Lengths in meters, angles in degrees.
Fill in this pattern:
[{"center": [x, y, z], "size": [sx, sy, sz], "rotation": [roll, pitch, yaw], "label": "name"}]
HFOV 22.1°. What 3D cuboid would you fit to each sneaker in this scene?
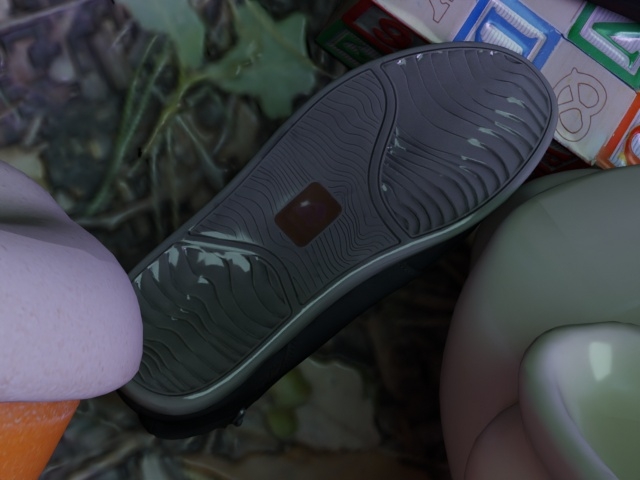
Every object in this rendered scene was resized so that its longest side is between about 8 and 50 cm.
[{"center": [0.000, 0.000, 0.710], "size": [0.222, 0.118, 0.083], "rotation": [-35, 79, -12], "label": "sneaker"}]

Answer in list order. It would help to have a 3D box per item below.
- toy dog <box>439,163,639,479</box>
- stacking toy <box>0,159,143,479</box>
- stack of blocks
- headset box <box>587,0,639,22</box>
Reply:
[{"center": [0.156, 0.198, 0.659], "size": [0.285, 0.395, 0.407], "rotation": [-19, 119, -33], "label": "toy dog"}, {"center": [-0.286, 0.169, 0.519], "size": [0.351, 0.350, 0.479], "rotation": [18, 92, -19], "label": "stacking toy"}, {"center": [0.153, -0.171, 0.795], "size": [0.171, 0.087, 0.297], "rotation": [35, 75, -9], "label": "stack of blocks"}, {"center": [0.150, -0.171, 0.628], "size": [0.293, 0.218, 0.110], "rotation": [21, 77, -7], "label": "headset box"}]
